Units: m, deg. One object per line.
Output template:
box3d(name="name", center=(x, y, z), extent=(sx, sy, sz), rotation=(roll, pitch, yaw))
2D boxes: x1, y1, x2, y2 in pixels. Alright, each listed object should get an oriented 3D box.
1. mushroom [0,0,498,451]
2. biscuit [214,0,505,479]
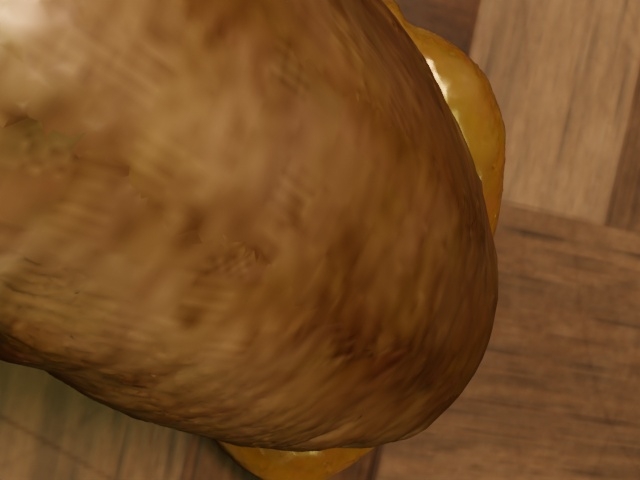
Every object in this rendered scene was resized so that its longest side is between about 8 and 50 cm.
box3d(name="mushroom", center=(-0.042, -0.045, 0.627), extent=(0.397, 0.314, 0.224), rotation=(34, 89, -22))
box3d(name="biscuit", center=(0.003, 0.001, 0.809), extent=(0.203, 0.041, 0.260), rotation=(8, 93, -26))
